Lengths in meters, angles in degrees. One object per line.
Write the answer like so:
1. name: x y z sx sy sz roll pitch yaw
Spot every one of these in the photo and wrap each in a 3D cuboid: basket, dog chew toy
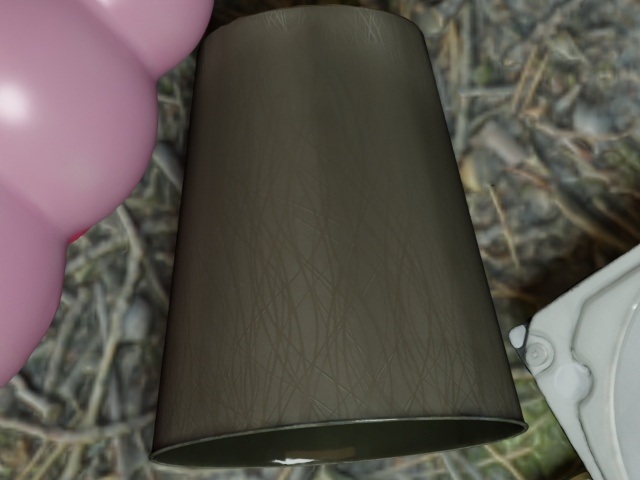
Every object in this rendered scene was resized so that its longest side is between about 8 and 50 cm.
1. basket: 0.000 0.000 0.976 0.204 0.154 0.227 -9 75 16
2. dog chew toy: -0.181 -0.064 0.943 0.206 0.206 0.332 37 81 12

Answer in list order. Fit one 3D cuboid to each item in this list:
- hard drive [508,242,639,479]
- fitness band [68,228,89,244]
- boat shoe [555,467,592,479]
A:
1. hard drive: 0.288 0.053 0.868 0.339 0.064 0.237 -35 73 20
2. fitness band: -0.243 -0.099 1.077 0.291 0.054 0.209 19 86 12
3. boat shoe: 0.102 0.173 0.986 0.153 0.048 0.056 -37 90 7
